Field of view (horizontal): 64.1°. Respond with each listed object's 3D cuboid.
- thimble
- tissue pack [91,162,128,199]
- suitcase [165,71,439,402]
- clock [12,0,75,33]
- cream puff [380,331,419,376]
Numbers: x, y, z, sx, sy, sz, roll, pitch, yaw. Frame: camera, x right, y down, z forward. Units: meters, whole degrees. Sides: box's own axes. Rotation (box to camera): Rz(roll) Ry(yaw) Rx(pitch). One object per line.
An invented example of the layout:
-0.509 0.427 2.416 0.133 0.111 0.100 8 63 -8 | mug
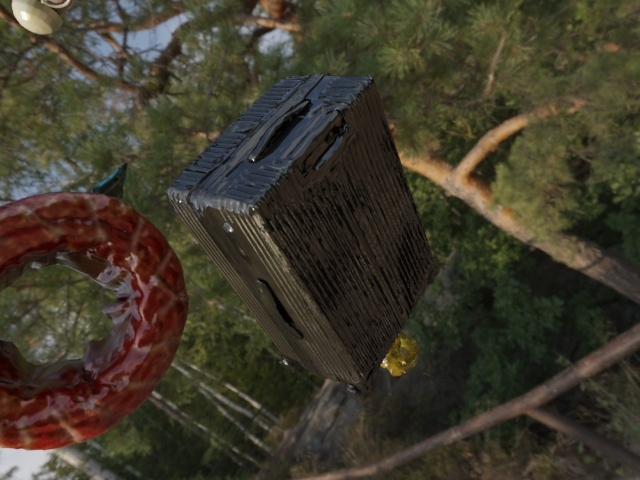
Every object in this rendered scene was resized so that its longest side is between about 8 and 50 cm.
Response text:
-0.370 0.111 0.726 0.230 0.350 0.350 -9 48 61 | thimble
-0.401 -0.085 0.947 0.138 0.028 0.085 -79 11 -60 | tissue pack
0.000 0.000 0.611 0.229 0.152 0.335 -53 -46 -28 | suitcase
-0.860 -0.861 1.654 0.342 0.184 0.326 -52 33 29 | clock
0.114 0.179 0.825 0.083 0.083 0.058 -34 -7 39 | cream puff
